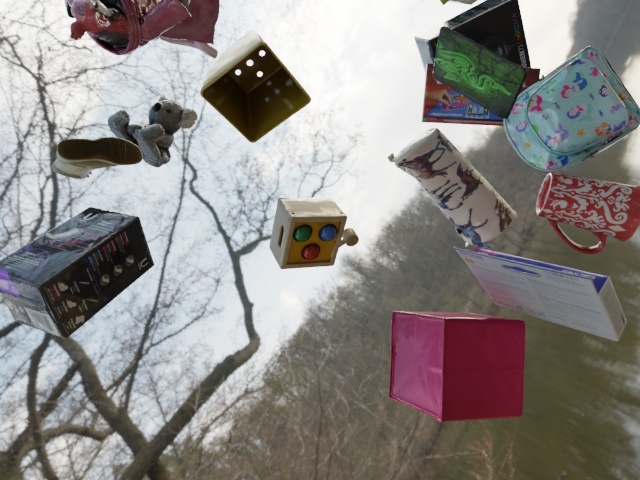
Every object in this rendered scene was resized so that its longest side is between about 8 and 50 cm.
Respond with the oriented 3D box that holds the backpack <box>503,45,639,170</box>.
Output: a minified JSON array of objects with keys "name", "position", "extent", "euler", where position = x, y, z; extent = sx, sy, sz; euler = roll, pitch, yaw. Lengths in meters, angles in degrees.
[{"name":"backpack","position":[0.561,-0.282,1.081],"extent":[0.253,0.225,0.191],"euler":[-33,-7,35]}]

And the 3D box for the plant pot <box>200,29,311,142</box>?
[{"name":"plant pot","position":[-0.181,-0.438,1.277],"extent":[0.212,0.187,0.212],"euler":[-31,-43,18]}]

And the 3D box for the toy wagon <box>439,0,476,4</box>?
[{"name":"toy wagon","position":[0.451,-0.944,1.509],"extent":[0.267,0.344,0.068],"euler":[-29,-4,23]}]

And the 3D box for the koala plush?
[{"name":"koala plush","position":[-0.529,-0.376,1.546],"extent":[0.221,0.196,0.203],"euler":[-59,-21,-20]}]

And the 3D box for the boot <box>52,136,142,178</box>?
[{"name":"boot","position":[-0.623,-0.224,1.314],"extent":[0.213,0.165,0.077],"euler":[-5,-99,-36]}]

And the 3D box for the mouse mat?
[{"name":"mouse mat","position":[0.306,-0.328,0.930],"extent":[0.007,0.190,0.152],"euler":[-47,-19,-11]}]

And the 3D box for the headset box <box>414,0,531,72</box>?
[{"name":"headset box","position":[0.438,-0.528,1.376],"extent":[0.131,0.283,0.246],"euler":[-107,-8,-61]}]

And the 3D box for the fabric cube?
[{"name":"fabric cube","position":[0.363,0.328,1.281],"extent":[0.254,0.258,0.259],"euler":[173,101,-67]}]

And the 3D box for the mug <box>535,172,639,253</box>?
[{"name":"mug","position":[0.530,-0.057,0.946],"extent":[0.113,0.169,0.150],"euler":[15,-89,-79]}]

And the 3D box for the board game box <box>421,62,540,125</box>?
[{"name":"board game box","position":[0.405,-0.368,1.198],"extent":[0.027,0.281,0.145],"euler":[-69,-19,-82]}]

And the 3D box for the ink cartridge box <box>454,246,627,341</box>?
[{"name":"ink cartridge box","position":[0.539,0.108,1.156],"extent":[0.330,0.324,0.071],"euler":[45,-109,-39]}]

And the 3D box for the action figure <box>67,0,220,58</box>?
[{"name":"action figure","position":[-0.332,-0.407,0.819],"extent":[0.275,0.248,0.370],"euler":[106,179,-45]}]

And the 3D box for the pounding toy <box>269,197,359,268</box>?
[{"name":"pounding toy","position":[0.003,0.008,1.023],"extent":[0.206,0.094,0.181],"euler":[-2,-56,-26]}]

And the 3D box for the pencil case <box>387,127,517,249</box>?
[{"name":"pencil case","position":[0.397,-0.158,1.427],"extent":[0.183,0.410,0.160],"euler":[-41,12,23]}]

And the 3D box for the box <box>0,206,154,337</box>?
[{"name":"box","position":[-0.530,0.059,1.032],"extent":[0.270,0.165,0.143],"euler":[-51,-35,-47]}]

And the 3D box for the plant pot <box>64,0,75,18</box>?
[{"name":"plant pot","position":[-0.589,-0.718,1.240],"extent":[0.187,0.167,0.188],"euler":[-16,-24,-35]}]
